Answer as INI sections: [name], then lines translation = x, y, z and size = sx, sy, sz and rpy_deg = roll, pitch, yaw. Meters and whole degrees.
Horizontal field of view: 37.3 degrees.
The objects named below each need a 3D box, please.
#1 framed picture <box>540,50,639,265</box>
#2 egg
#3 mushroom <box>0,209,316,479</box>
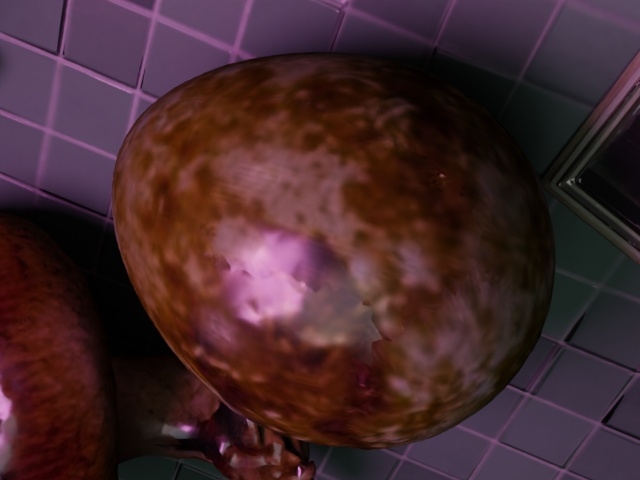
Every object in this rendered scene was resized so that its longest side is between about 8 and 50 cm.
[framed picture]
translation = 0.303, -0.022, 0.555
size = 0.296, 0.019, 0.232
rpy_deg = 41, 127, 14
[egg]
translation = 0.000, 0.000, 0.590
size = 0.289, 0.238, 0.238
rpy_deg = 21, 127, 13
[mushroom]
translation = -0.222, 0.120, 0.771
size = 0.334, 0.356, 0.331
rpy_deg = 25, 141, 47
